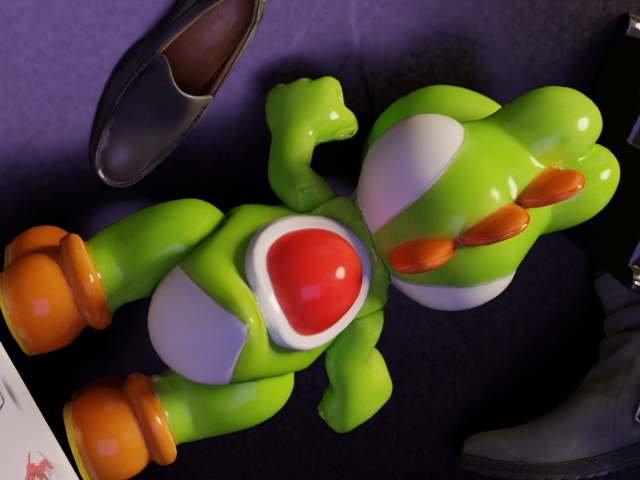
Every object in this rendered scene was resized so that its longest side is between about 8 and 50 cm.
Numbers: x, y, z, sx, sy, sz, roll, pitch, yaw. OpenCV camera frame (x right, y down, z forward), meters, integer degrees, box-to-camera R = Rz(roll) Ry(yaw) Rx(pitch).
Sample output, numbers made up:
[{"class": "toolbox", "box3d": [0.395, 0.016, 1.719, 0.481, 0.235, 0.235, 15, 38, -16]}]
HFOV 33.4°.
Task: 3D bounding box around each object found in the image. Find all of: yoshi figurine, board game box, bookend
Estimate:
[{"class": "yoshi figurine", "box3d": [0.001, 0.004, 0.672, 0.362, 0.203, 0.203, -23, 143, -2]}, {"class": "board game box", "box3d": [-0.184, 0.159, 0.677, 0.053, 0.193, 0.305, -31, 114, -20]}, {"class": "bookend", "box3d": [0.230, -0.055, 0.703, 0.072, 0.156, 0.157, 17, 105, -16]}]

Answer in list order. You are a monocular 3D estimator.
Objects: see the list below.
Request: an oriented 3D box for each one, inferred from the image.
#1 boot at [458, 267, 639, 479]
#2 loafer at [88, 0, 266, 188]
[{"class": "boot", "box3d": [0.216, 0.097, 0.788, 0.083, 0.246, 0.161, 22, 62, -50]}, {"class": "loafer", "box3d": [-0.093, -0.101, 0.672, 0.062, 0.061, 0.170, 29, 103, -21]}]
